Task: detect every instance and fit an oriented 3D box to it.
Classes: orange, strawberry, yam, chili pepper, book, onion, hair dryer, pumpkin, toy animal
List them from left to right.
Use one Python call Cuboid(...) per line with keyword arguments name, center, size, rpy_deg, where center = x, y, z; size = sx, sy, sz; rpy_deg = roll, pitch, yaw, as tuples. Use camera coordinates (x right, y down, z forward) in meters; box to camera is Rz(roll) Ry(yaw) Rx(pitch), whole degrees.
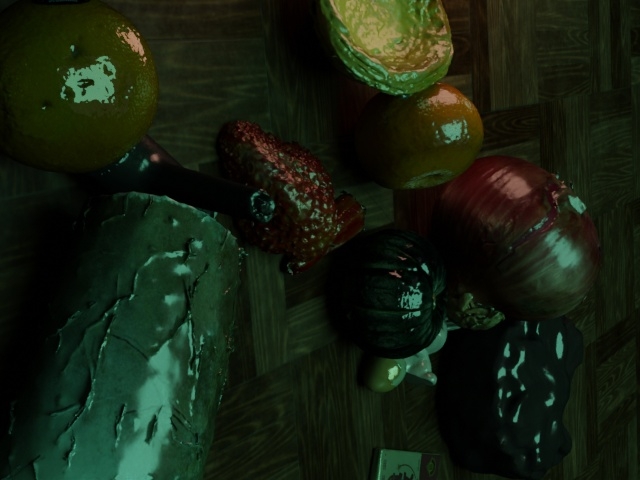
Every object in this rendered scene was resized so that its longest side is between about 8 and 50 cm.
Cuboid(name="orange", center=(-0.272, -0.166, 1.022), size=(0.206, 0.206, 0.206), rpy_deg=(-6, 97, -54))
Cuboid(name="yam", center=(-0.220, 0.135, 1.101), size=(0.241, 0.241, 0.348), rpy_deg=(32, 66, -51))
Cuboid(name="hair dryer", center=(-0.156, -0.057, 1.142), size=(0.197, 0.251, 0.089), rpy_deg=(45, 67, -48))
Cuboid(name="strawberry", center=(-0.043, -0.063, 1.389), size=(0.236, 0.107, 0.175), rpy_deg=(22, 83, -39))
Cuboid(name="chili pepper", center=(-0.002, 0.002, 1.526), size=(0.169, 0.065, 0.088), rpy_deg=(-41, 146, -36))
Cuboid(name="pumpkin", center=(0.125, 0.090, 1.614), size=(0.220, 0.162, 0.220), rpy_deg=(-33, 129, -55))
Cuboid(name="book", center=(0.154, 0.475, 1.801), size=(0.232, 0.022, 0.162), rpy_deg=(22, 74, -53))
Cuboid(name="orange", center=(0.163, -0.178, 1.602), size=(0.224, 0.224, 0.170), rpy_deg=(3, 69, -54))
Cuboid(name="toy animal", center=(0.185, 0.171, 1.786), size=(0.181, 0.131, 0.127), rpy_deg=(-61, 169, -21))
Cuboid(name="onion", center=(0.374, 0.002, 1.807), size=(0.354, 0.354, 0.353), rpy_deg=(-6, 97, -54))

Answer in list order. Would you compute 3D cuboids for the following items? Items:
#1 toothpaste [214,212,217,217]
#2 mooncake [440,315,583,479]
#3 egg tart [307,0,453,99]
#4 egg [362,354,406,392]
Cuboid(name="toothpaste", center=(-0.205, 0.031, 1.266), size=(0.218, 0.033, 0.052), rpy_deg=(-54, 127, -31))
Cuboid(name="mooncake", center=(0.397, 0.300, 1.982), size=(0.351, 0.212, 0.381), rpy_deg=(7, 85, -48))
Cuboid(name="egg tart", center=(0.081, -0.341, 1.512), size=(0.294, 0.123, 0.294), rpy_deg=(17, 62, -34))
Cuboid(name="egg", center=(0.110, 0.230, 1.681), size=(0.083, 0.071, 0.071), rpy_deg=(-52, 132, -30))
